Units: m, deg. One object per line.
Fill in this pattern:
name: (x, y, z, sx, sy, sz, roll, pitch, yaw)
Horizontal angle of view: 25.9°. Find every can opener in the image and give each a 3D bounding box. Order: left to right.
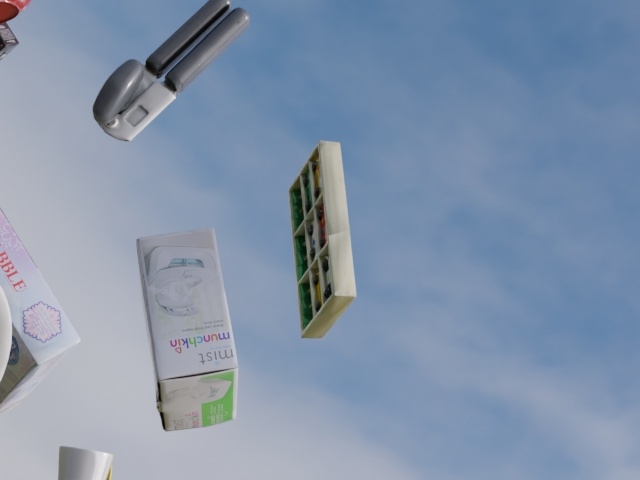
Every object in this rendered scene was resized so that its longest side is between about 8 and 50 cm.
can opener: (-0.217, -0.259, 2.014, 0.076, 0.283, 0.095, 41, -16, 10)

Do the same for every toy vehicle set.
toy vehicle set: (0.000, 0.000, 2.161, 0.035, 0.267, 0.166, 4, -28, -18)

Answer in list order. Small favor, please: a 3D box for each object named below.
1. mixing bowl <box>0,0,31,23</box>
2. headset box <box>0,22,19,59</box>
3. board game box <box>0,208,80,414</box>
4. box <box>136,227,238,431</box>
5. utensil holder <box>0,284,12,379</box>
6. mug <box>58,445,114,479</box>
mixing bowl: (-0.415, -0.321, 1.691, 0.181, 0.181, 0.098, 149, -66, -63)
headset box: (-0.463, -0.287, 1.915, 0.062, 0.032, 0.083, -33, -92, 30)
board game box: (-0.440, 0.045, 1.714, 0.318, 0.066, 0.318, 58, -31, 3)
box: (-0.206, 0.142, 2.134, 0.262, 0.126, 0.231, 100, -21, -65)
utensil holder: (-0.503, 0.014, 1.202, 0.385, 0.327, 0.328, 45, -21, 33)
mug: (-0.264, 0.271, 1.580, 0.078, 0.064, 0.062, 17, -16, -31)
